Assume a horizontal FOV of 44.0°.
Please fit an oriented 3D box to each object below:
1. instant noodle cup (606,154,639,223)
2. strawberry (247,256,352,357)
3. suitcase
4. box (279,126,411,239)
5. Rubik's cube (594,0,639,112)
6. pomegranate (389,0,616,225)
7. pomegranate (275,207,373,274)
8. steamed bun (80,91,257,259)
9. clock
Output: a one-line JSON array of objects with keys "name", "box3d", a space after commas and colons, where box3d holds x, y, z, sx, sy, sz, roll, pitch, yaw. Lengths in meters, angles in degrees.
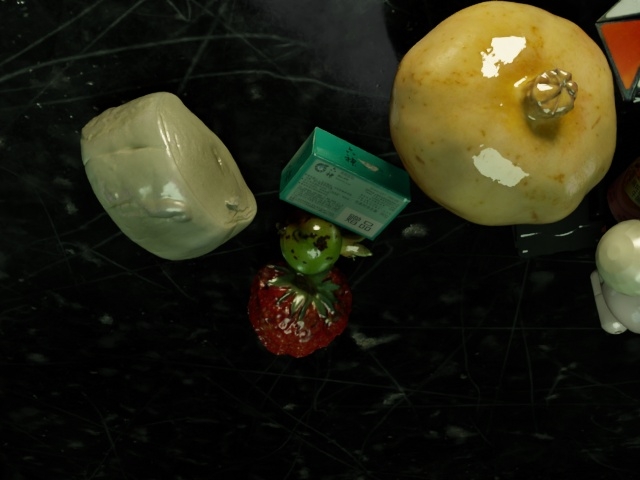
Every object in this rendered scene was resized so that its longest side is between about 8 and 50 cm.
[{"name": "instant noodle cup", "box3d": [0.728, -0.118, 1.596, 0.244, 0.244, 0.255, 21, 140, -19]}, {"name": "strawberry", "box3d": [-0.055, 0.172, 1.899, 0.250, 0.239, 0.288, 14, 145, -6]}, {"name": "suitcase", "box3d": [0.517, -0.082, 1.735, 0.206, 0.066, 0.285, -10, 135, 11]}, {"name": "box", "box3d": [0.053, -0.118, 1.694, 0.245, 0.092, 0.153, 25, 132, -21]}, {"name": "Rubik's cube", "box3d": [0.658, -0.328, 1.346, 0.248, 0.250, 0.246, 25, 132, -25]}, {"name": "pomegranate", "box3d": [0.318, -0.219, 1.375, 0.411, 0.411, 0.411, 1, 136, 1]}, {"name": "pomegranate", "box3d": [0.011, -0.007, 1.771, 0.220, 0.156, 0.156, -8, 137, -8]}, {"name": "steamed bun", "box3d": [-0.310, -0.096, 1.623, 0.247, 0.236, 0.383, -18, 132, 21]}, {"name": "clock", "box3d": [0.704, 0.057, 1.555, 0.342, 0.184, 0.326, -13, 152, 4]}]
